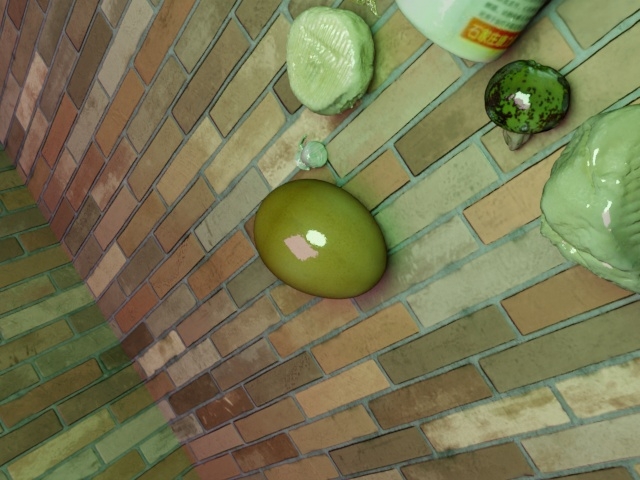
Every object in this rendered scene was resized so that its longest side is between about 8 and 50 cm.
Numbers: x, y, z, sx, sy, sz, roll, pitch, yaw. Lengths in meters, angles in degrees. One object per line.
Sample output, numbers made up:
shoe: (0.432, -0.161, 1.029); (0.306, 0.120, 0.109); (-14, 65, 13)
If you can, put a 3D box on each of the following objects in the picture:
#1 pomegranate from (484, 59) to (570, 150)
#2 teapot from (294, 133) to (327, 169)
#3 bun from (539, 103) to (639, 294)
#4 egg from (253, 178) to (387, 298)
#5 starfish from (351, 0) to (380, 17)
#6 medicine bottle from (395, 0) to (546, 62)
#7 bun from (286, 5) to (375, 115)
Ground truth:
pomegranate: (0.350, -0.234, 0.956); (0.138, 0.163, 0.125); (17, 81, 18)
teapot: (-0.028, -0.206, 1.319); (0.064, 0.064, 0.083); (-16, 103, 52)
bun: (0.463, -0.068, 0.840); (0.281, 0.282, 0.205); (67, 169, -4)
egg: (0.000, 0.000, 1.256); (0.323, 0.250, 0.250); (34, 128, 20)
starfish: (0.095, -0.486, 1.118); (0.086, 0.016, 0.092); (-16, 101, 46)
medicine bottle: (0.291, -0.476, 0.810); (0.219, 0.219, 0.388); (47, 132, 14)
bun: (0.025, -0.367, 1.150); (0.221, 0.134, 0.220); (22, 122, 41)
